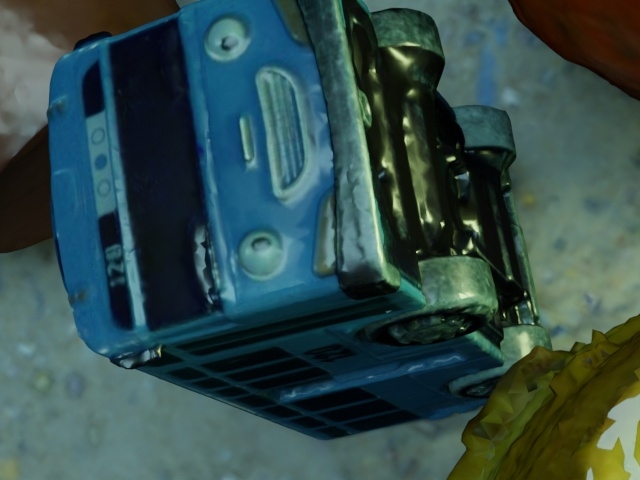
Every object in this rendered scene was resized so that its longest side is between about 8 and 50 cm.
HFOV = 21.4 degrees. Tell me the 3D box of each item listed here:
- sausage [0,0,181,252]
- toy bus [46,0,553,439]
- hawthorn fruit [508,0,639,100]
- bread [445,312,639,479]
[{"bbox_3d":[-0.144,-0.121,0.594,0.113,0.113,0.259,-37,70,5],"label":"sausage"},{"bbox_3d":[0.000,0.000,0.476,0.106,0.185,0.090,-13,72,16],"label":"toy bus"},{"bbox_3d":[0.130,-0.105,0.470,0.207,0.207,0.243,2,116,18],"label":"hawthorn fruit"},{"bbox_3d":[0.150,0.117,0.408,0.268,0.146,0.268,0,82,2],"label":"bread"}]
